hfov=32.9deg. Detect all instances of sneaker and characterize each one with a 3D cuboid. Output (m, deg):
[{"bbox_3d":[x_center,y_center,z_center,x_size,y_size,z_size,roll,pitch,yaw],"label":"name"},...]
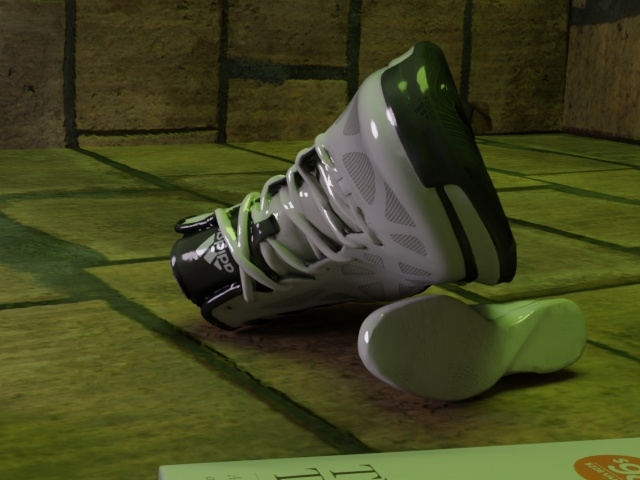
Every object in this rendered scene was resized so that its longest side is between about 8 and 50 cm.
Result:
[{"bbox_3d":[0.000,0.001,0.865,0.257,0.169,0.447,-19,-11,0],"label":"sneaker"},{"bbox_3d":[0.106,0.082,0.860,0.212,0.080,0.094,1,-2,-33],"label":"sneaker"}]

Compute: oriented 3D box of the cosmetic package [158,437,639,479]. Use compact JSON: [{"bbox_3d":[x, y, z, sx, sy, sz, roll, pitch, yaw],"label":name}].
[{"bbox_3d":[0.111,0.174,0.332,0.284,0.097,0.377,2,11,-16],"label":"cosmetic package"}]
